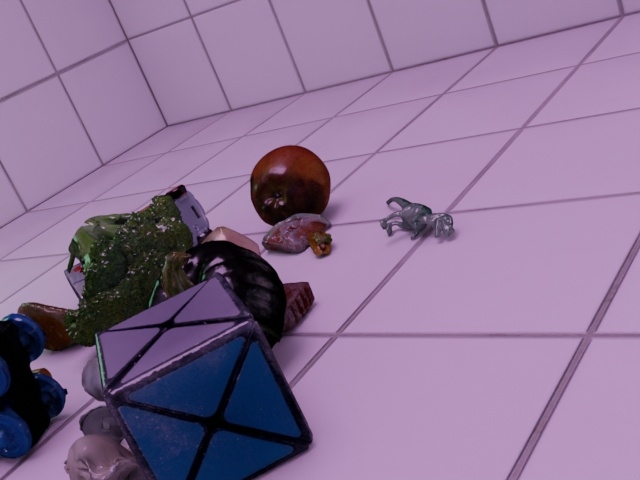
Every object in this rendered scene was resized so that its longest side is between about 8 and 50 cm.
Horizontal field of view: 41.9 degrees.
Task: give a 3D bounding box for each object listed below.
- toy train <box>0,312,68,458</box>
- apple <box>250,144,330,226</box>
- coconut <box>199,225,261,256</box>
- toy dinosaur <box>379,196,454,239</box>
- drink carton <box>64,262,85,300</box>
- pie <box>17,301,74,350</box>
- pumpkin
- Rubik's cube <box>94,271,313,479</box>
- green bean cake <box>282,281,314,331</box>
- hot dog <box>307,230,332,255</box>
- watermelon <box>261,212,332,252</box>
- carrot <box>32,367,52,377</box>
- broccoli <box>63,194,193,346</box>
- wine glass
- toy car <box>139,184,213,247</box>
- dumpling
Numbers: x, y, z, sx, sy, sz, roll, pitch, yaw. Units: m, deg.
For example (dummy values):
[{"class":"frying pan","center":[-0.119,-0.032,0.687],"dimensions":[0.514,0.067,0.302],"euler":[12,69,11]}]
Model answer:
[{"class":"toy train","center":[-0.676,0.285,1.663],"dimensions":[0.264,0.301,0.188],"euler":[-5,24,15]},{"class":"apple","center":[-0.083,-0.141,2.239],"dimensions":[0.229,0.230,0.230],"euler":[-20,20,8]},{"class":"coconut","center":[-0.215,0.058,1.910],"dimensions":[0.170,0.183,0.171],"euler":[-14,17,4]},{"class":"toy dinosaur","center":[0.179,-0.055,1.957],"dimensions":[0.129,0.076,0.383],"euler":[-21,22,-15]},{"class":"drink carton","center":[-0.594,0.128,2.257],"dimensions":[0.130,0.107,0.315],"euler":[-30,21,-16]},{"class":"pie","center":[-0.671,0.208,2.073],"dimensions":[0.193,0.163,0.079],"euler":[-16,40,36]},{"class":"pumpkin","center":[-0.220,0.131,1.587],"dimensions":[0.295,0.296,0.296],"euler":[-20,20,8]},{"class":"Rubik's cube","center":[-0.196,0.237,1.338],"dimensions":[0.259,0.260,0.255],"euler":[-29,20,-11]},{"class":"green bean cake","center":[-0.091,0.144,1.753],"dimensions":[0.135,0.056,0.135],"euler":[-9,23,33]},{"class":"hot dog","center":[0.000,0.000,2.038],"dimensions":[0.056,0.041,0.133],"euler":[-8,20,-7]},{"class":"watermelon","center":[-0.061,-0.018,2.126],"dimensions":[0.187,0.071,0.139],"euler":[-22,24,0]},{"class":"carrot","center":[-0.718,0.344,1.902],"dimensions":[0.225,0.067,0.067],"euler":[-17,21,12]},{"class":"broccoli","center":[-0.437,0.070,1.945],"dimensions":[0.321,0.310,0.413],"euler":[11,62,53]},{"class":"wine glass","center":[-0.407,0.306,1.600],"dimensions":[0.122,0.122,0.183],"euler":[-23,22,-1]},{"class":"toy car","center":[-0.464,-0.025,2.428],"dimensions":[0.212,0.181,0.270],"euler":[-19,17,41]},{"class":"dumpling","center":[-0.357,0.375,1.395],"dimensions":[0.127,0.108,0.188],"euler":[-4,-5,-27]}]
